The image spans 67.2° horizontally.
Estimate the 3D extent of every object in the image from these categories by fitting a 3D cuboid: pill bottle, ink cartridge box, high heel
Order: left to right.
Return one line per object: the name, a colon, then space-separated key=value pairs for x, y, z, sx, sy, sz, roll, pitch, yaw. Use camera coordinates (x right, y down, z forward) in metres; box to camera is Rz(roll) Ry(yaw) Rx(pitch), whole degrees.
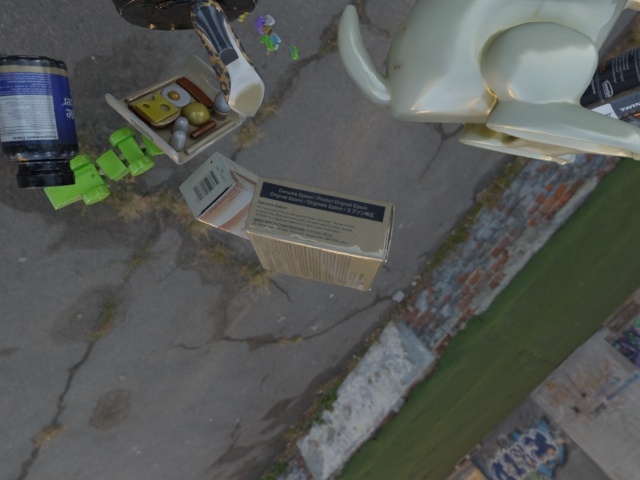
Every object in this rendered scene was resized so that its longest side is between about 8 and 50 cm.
pill bottle: x=-0.504 y=-0.206 z=0.859 sx=0.122 sy=0.122 sz=0.219 roll=-12 pitch=105 yaw=-40
high heel: x=-0.202 y=-0.399 z=1.055 sx=0.093 sy=0.186 sz=0.261 roll=-26 pitch=161 yaw=-3
ink cartridge box: x=0.000 y=0.000 z=0.741 sx=0.235 sy=0.193 sz=0.088 roll=92 pitch=9 yaw=-73
pill bottle: x=0.606 y=-0.298 z=0.895 sx=0.130 sy=0.131 sz=0.245 roll=-12 pitch=177 yaw=-40

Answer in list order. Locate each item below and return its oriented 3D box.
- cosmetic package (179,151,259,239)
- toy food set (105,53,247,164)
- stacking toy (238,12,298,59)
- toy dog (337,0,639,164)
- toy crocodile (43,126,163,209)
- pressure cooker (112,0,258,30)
cosmetic package: x=-0.223 y=-0.107 z=1.348 sx=0.153 sy=0.129 sz=0.296 roll=-41 pitch=152 yaw=15
toy food set: x=-0.334 y=-0.337 z=1.186 sx=0.306 sy=0.219 sz=0.092 roll=-50 pitch=180 yaw=-44
stacking toy: x=-0.187 y=-0.720 z=1.680 sx=0.052 sy=0.221 sz=0.167 roll=-44 pitch=165 yaw=30
toy dog: x=0.250 y=-0.329 z=0.602 sx=0.284 sy=0.395 sz=0.408 roll=-15 pitch=120 yaw=-73
toy crocodile: x=-0.542 y=-0.188 z=1.247 sx=0.340 sy=0.115 sz=0.105 roll=-34 pitch=-176 yaw=-8
pressure cooker: x=-0.355 y=-0.762 z=1.157 sx=0.369 sy=0.375 sz=0.421 roll=-14 pitch=102 yaw=-33
